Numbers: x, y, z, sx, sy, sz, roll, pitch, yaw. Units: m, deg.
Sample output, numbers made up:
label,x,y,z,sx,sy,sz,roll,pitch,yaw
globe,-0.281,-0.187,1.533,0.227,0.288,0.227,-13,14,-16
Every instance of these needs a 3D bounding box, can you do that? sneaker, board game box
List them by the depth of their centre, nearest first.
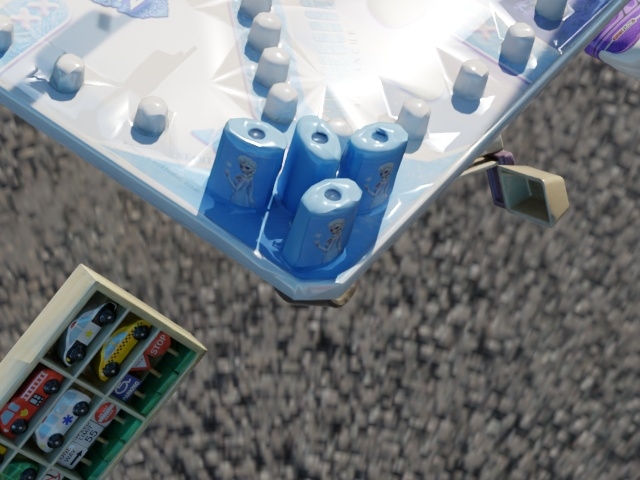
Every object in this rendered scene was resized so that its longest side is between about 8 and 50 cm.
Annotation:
label,x,y,z,sx,sy,sz,roll,pitch,yaw
board game box,-0.043,-0.193,0.967,0.390,0.050,0.390,33,50,15
sneaker,0.257,-0.202,1.579,0.071,0.068,0.170,21,50,11

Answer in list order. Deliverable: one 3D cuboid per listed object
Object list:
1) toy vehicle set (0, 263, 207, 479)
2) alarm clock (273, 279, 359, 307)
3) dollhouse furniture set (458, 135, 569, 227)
label,x,y,z,sx,sy,sz,roll,pitch,yaw
toy vehicle set,-0.247,0.166,1.857,0.267,0.166,0.035,-52,44,3
alarm clock,0.000,0.000,1.690,0.064,0.192,0.129,2,65,22
dollhouse furniture set,0.095,-0.045,1.243,0.081,0.114,0.091,-19,107,-17
